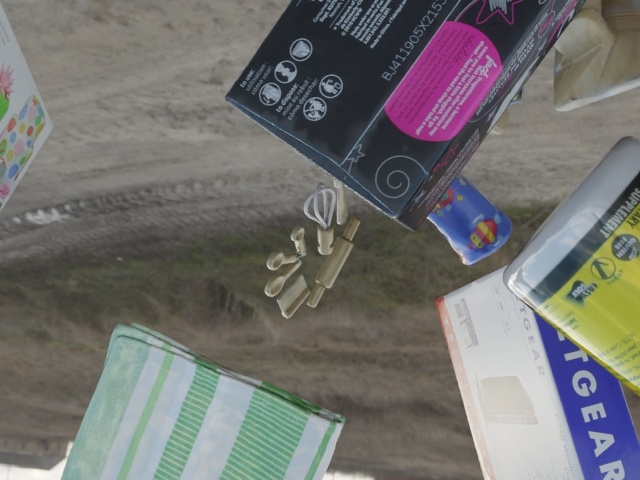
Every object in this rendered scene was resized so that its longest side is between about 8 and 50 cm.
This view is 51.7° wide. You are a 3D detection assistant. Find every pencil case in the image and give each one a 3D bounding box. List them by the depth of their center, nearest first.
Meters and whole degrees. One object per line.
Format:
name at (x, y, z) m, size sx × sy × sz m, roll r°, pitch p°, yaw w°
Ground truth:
pencil case at (0.217, -0.092, 1.221) m, size 0.306 × 0.119 × 0.133 m, roll 46°, pitch -164°, yaw -4°

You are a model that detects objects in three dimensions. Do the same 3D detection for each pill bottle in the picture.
pill bottle at (0.353, 0.072, 0.599) m, size 0.334 × 0.188 × 0.188 m, roll 40°, pitch 166°, yaw 12°

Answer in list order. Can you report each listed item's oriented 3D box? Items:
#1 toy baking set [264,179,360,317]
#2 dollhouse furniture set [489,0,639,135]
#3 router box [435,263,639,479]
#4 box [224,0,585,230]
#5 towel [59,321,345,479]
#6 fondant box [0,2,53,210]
toy baking set at (0.002, 0.003, 1.006) m, size 0.030 × 0.256 × 0.197 m, roll 29°, pitch 176°, yaw 25°
dollhouse furniture set at (0.410, -0.353, 0.933) m, size 0.256 × 0.394 × 0.362 m, roll 26°, pitch 153°, yaw -36°
router box at (0.280, 0.206, 0.882) m, size 0.082 × 0.335 × 0.301 m, roll -11°, pitch 167°, yaw -12°
box at (0.075, -0.153, 0.513) m, size 0.163 × 0.247 × 0.142 m, roll 37°, pitch -175°, yaw 14°
towel at (-0.158, 0.273, 0.848) m, size 0.325 × 0.247 × 0.038 m, roll 21°, pitch -179°, yaw 11°
fondant box at (-0.418, -0.077, 0.668) m, size 0.096 × 0.330 × 0.238 m, roll 19°, pitch 152°, yaw 4°
